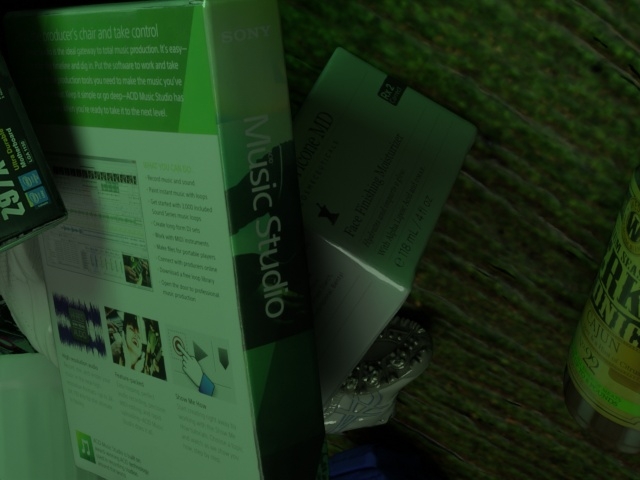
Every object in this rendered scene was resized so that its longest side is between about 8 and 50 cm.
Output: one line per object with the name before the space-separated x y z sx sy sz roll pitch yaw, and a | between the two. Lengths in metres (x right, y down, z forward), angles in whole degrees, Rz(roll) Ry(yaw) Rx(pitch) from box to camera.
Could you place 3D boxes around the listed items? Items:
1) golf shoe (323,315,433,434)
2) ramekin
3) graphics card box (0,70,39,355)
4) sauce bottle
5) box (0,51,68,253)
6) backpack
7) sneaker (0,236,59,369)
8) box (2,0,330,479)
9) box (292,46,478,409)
golf shoe | 0.043 0.118 1.040 0.086 0.069 0.176 29 142 -31
ramekin | -0.263 0.188 1.070 0.277 0.135 0.277 -7 165 -2
graphics card box | -0.296 0.006 1.058 0.371 0.094 0.233 -16 121 35
sauce bottle | 0.244 -0.003 0.800 0.111 0.111 0.344 16 132 10
box | -0.295 -0.141 0.794 0.257 0.079 0.322 0 113 60
backpack | 0.063 0.236 1.099 0.098 0.101 0.120 -16 153 38
sneaker | -0.215 -0.002 0.910 0.094 0.080 0.212 26 130 31
box | -0.098 0.012 0.769 0.232 0.058 0.322 10 112 49
box | 0.000 0.000 0.857 0.119 0.181 0.182 30 134 -2
